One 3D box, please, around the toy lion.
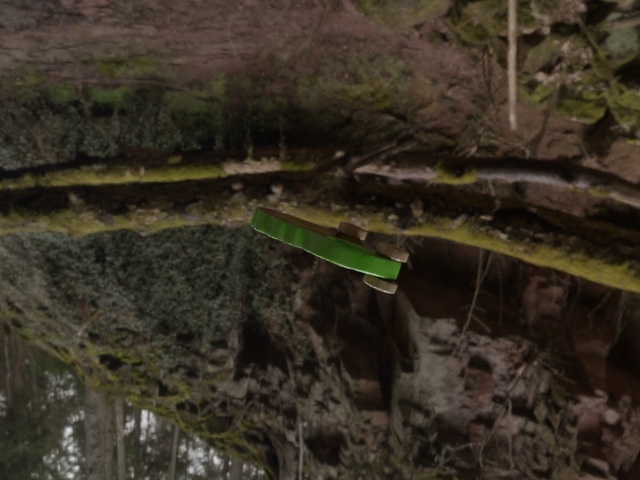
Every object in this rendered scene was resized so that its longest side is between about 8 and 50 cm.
[{"bbox_3d":[0.000,0.000,0.460,0.096,0.034,0.100,17,-174,-29],"label":"toy lion"}]
